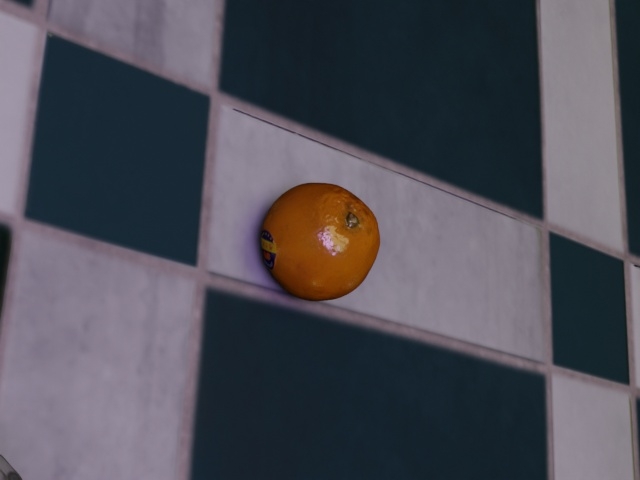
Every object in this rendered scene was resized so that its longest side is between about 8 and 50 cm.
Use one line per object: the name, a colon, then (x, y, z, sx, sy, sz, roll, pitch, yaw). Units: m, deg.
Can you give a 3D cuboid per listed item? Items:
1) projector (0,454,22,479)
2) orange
projector: (-0.257, 0.107, 0.362, 0.192, 0.099, 0.256, 45, 37, 6)
orange: (0.001, 0.000, 0.704, 0.083, 0.083, 0.084, 14, 68, -39)
